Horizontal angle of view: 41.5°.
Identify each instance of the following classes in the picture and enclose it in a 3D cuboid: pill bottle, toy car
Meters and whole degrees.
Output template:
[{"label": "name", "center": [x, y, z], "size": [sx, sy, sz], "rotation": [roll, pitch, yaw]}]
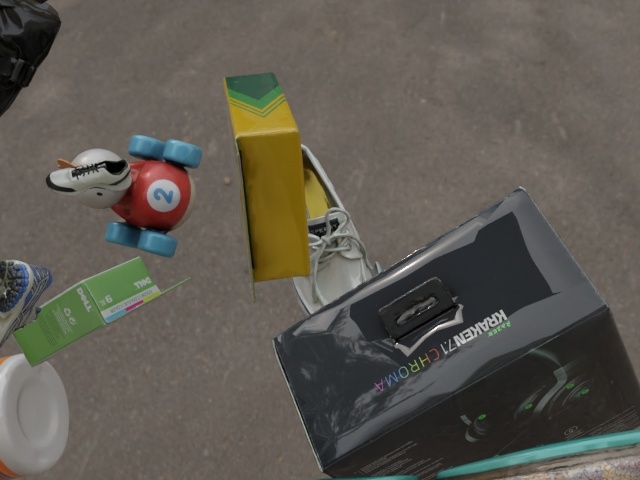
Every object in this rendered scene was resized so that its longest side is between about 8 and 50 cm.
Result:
[{"label": "pill bottle", "center": [-0.695, 0.352, 1.575], "size": [0.392, 0.224, 0.224], "rotation": [-12, 38, 13]}, {"label": "toy car", "center": [-0.377, -0.104, 1.578], "size": [0.210, 0.219, 0.238], "rotation": [12, -4, 40]}]

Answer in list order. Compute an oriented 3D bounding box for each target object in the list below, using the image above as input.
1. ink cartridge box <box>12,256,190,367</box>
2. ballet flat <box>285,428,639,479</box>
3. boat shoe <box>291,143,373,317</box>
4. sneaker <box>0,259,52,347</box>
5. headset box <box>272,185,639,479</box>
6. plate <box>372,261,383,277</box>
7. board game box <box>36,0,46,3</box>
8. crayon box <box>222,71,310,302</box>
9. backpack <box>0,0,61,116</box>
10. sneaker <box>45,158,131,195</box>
[{"label": "ink cartridge box", "center": [-0.275, 0.078, 1.047], "size": [0.209, 0.062, 0.109], "rotation": [-28, 0, 31]}, {"label": "ballet flat", "center": [0.076, 0.184, 0.505], "size": [0.316, 0.107, 0.106], "rotation": [-17, 70, 30]}, {"label": "boat shoe", "center": [0.008, -0.004, 1.381], "size": [0.136, 0.156, 0.367], "rotation": [-15, 70, -8]}, {"label": "sneaker", "center": [-0.304, 0.075, 0.825], "size": [0.052, 0.135, 0.058], "rotation": [50, 24, 20]}, {"label": "headset box", "center": [0.129, 0.119, 0.733], "size": [0.246, 0.283, 0.131], "rotation": [-32, 52, 9]}, {"label": "plate", "center": [0.078, 0.118, 0.989], "size": [0.024, 0.188, 0.188], "rotation": [-1, 40, -1]}, {"label": "board game box", "center": [-0.115, -0.249, 0.496], "size": [0.243, 0.165, 0.042], "rotation": [-24, 69, 10]}, {"label": "crayon box", "center": [-0.074, -0.084, 1.137], "size": [0.083, 0.203, 0.323], "rotation": [-7, 27, -6]}, {"label": "backpack", "center": [-0.530, -0.258, 0.934], "size": [0.273, 0.355, 0.290], "rotation": [35, 90, 44]}, {"label": "sneaker", "center": [-0.294, -0.086, 1.078], "size": [0.109, 0.044, 0.040], "rotation": [-10, 63, -25]}]
